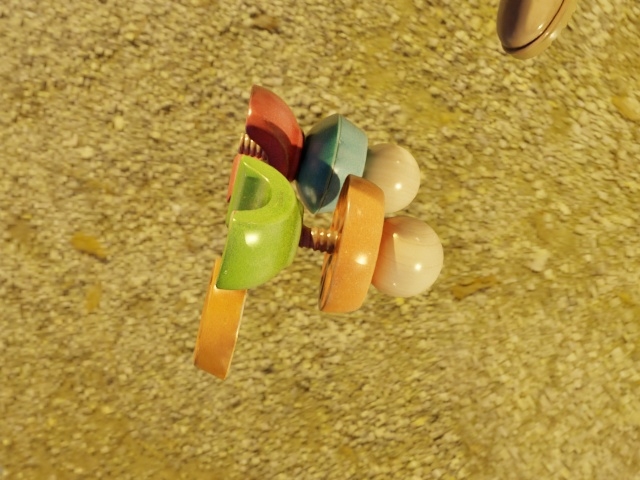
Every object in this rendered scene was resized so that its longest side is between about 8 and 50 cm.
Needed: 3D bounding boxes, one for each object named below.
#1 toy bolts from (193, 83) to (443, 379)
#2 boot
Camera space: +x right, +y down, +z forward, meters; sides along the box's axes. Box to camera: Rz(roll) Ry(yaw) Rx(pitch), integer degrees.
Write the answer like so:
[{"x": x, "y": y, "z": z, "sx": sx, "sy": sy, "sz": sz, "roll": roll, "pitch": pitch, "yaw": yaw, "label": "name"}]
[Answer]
[{"x": 0.000, "y": 0.000, "z": 0.822, "sx": 0.159, "sy": 0.228, "sz": 0.218, "roll": 12, "pitch": 132, "yaw": -7, "label": "toy bolts"}, {"x": 0.168, "y": -0.352, "z": 1.060, "sx": 0.089, "sy": 0.270, "sz": 0.236, "roll": 8, "pitch": 74, "yaw": 57, "label": "boot"}]
